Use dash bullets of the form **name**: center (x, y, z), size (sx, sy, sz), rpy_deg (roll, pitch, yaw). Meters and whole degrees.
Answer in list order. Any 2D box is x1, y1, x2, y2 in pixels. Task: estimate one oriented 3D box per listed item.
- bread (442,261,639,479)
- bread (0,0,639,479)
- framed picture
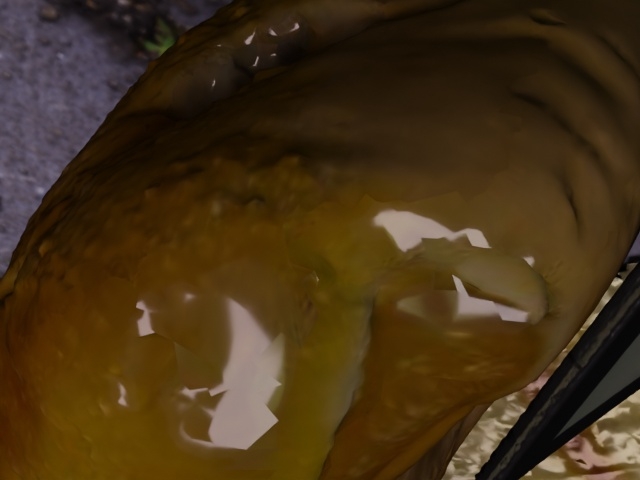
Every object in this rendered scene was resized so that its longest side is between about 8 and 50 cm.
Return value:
- **bread**: center (0.228, 0.199, 0.776), size (0.345, 0.242, 0.405), rpy_deg (-29, 121, 29)
- **bread**: center (0.000, 0.000, 0.566), size (0.250, 0.394, 0.361), rpy_deg (32, 133, 9)
- **framed picture**: center (0.234, -0.019, 0.541), size (0.016, 0.347, 0.265), rpy_deg (47, 136, 22)
